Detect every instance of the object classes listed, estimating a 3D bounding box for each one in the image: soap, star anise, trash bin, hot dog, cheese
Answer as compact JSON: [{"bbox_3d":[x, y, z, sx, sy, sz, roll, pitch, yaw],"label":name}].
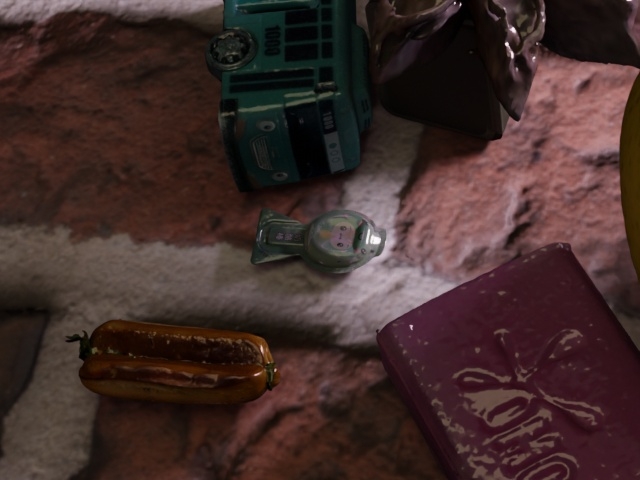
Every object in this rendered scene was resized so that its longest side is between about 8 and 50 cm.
[{"bbox_3d":[0.179,0.146,1.258,0.181,0.081,0.259,-25,57,-5],"label":"soap"},{"bbox_3d":[0.142,-0.243,1.298,0.331,0.118,0.332,1,63,-3],"label":"star anise"},{"bbox_3d":[0.147,-0.243,1.463,0.122,0.164,0.241,16,62,20],"label":"trash bin"},{"bbox_3d":[-0.126,0.108,1.358,0.188,0.055,0.072,5,56,14],"label":"hot dog"},{"bbox_3d":[0.000,0.000,1.418,0.120,0.026,0.067,3,58,13],"label":"cheese"}]

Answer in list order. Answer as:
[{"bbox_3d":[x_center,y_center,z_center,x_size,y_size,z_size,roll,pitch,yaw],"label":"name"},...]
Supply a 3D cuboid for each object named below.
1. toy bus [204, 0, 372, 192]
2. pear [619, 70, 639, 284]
[{"bbox_3d":[-0.028,-0.181,1.480,0.147,0.128,0.256,-6,55,6],"label":"toy bus"},{"bbox_3d":[0.403,-0.021,1.157,0.362,0.362,0.418,-26,42,-6],"label":"pear"}]
